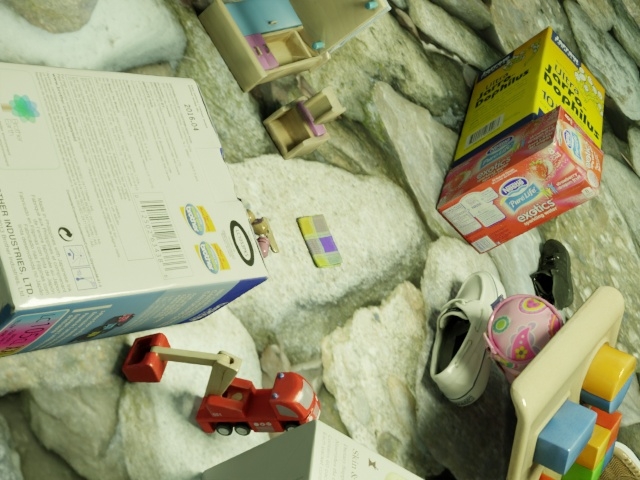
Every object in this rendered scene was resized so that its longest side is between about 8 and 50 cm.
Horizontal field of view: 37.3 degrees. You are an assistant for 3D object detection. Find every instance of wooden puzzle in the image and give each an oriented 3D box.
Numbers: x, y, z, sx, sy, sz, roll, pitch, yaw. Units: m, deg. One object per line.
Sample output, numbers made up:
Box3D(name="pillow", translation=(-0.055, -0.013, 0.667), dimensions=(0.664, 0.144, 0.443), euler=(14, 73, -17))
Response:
Box3D(name="wooden puzzle", translation=(0.359, 0.282, 1.350), dimensions=(0.322, 0.080, 0.348), euler=(-34, 132, -43))

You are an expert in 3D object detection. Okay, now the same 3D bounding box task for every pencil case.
Box3D(name="pencil case", translation=(0.329, 0.194, 1.447), dimensions=(0.284, 0.124, 0.124), euler=(57, 27, -50))

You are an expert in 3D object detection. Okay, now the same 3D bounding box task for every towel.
Box3D(name="towel", translation=(0.000, 0.000, 1.385), dimensions=(0.060, 0.009, 0.083), euler=(-4, 68, -50))

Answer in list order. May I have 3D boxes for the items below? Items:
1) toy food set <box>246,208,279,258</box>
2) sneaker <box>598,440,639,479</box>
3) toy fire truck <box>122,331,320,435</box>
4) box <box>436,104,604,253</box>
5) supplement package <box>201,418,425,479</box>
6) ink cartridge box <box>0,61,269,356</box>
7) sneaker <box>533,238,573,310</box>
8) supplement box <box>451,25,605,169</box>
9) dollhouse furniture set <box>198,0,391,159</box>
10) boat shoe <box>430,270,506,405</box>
Box3D(name="toy food set", translation=(-0.101, -0.008, 1.270), dimensions=(0.122, 0.019, 0.078), euler=(-6, 69, -49))
Box3D(name="sneaker", translation=(0.566, 0.426, 1.641), dimensions=(0.282, 0.099, 0.153), euler=(57, 42, -13))
Box3D(name="toy fire truck", translation=(-0.107, 0.160, 1.052), dimensions=(0.047, 0.192, 0.135), euler=(-74, 150, -43))
Box3D(name="box", translation=(0.343, -0.102, 1.633), dimensions=(0.128, 0.257, 0.122), euler=(43, 41, -19))
Box3D(name="supplement package", translation=(0.017, 0.355, 1.003), dimensions=(0.263, 0.198, 0.199), euler=(35, 43, -28))
Box3D(name="ink cartridge box", translation=(-0.231, -0.038, 1.040), dimensions=(0.395, 0.151, 0.270), euler=(-7, 71, -48))
Box3D(name="sneaker", translation=(0.436, 0.065, 1.789), dimensions=(0.089, 0.051, 0.170), euler=(22, 53, -43))
Box3D(name="supplement box", translation=(0.412, -0.217, 1.841), dimensions=(0.194, 0.195, 0.356), euler=(43, 39, -19))
Box3D(name="dollhouse furniture set", translation=(0.027, -0.330, 1.404), dimensions=(0.198, 0.303, 0.286), euler=(-30, 88, -52))
Box3D(name="boat shoe", translation=(0.227, 0.132, 1.476), dimensions=(0.084, 0.095, 0.258), euler=(44, 38, -24))
